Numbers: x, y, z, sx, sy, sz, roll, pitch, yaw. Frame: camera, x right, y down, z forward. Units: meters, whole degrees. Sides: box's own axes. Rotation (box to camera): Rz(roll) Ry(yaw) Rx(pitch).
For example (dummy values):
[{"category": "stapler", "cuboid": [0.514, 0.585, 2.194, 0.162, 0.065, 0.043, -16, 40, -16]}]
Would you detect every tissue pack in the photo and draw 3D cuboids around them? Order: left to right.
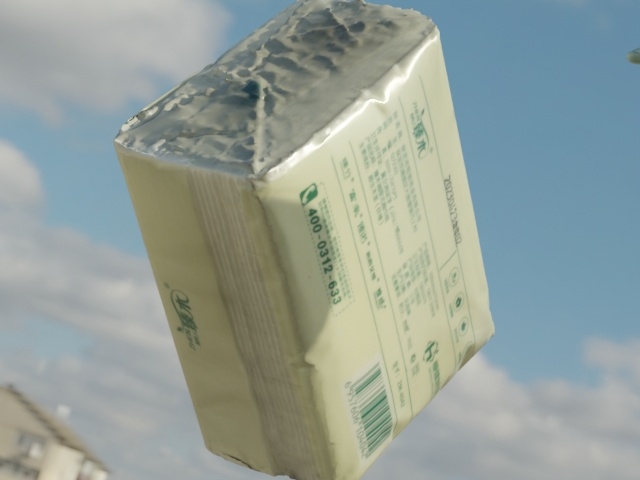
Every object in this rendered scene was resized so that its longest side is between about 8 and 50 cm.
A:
[{"category": "tissue pack", "cuboid": [0.000, 0.000, 1.646, 0.207, 0.297, 0.380, 17, -46, 36]}]

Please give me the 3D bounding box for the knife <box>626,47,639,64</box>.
[{"category": "knife", "cuboid": [0.383, -0.197, 1.641, 0.210, 0.015, 0.028, -17, 14, -9]}]
